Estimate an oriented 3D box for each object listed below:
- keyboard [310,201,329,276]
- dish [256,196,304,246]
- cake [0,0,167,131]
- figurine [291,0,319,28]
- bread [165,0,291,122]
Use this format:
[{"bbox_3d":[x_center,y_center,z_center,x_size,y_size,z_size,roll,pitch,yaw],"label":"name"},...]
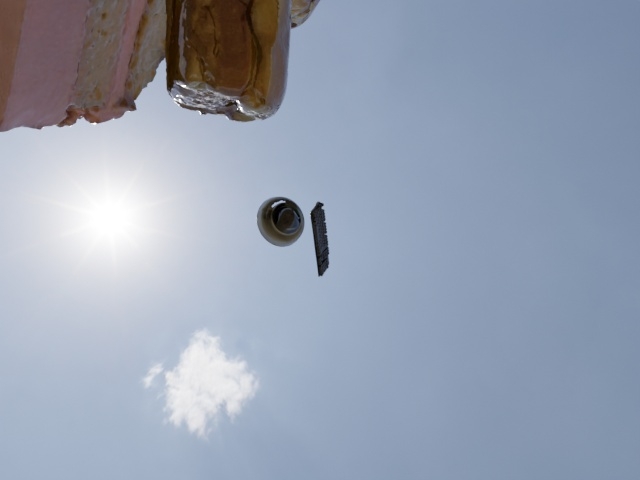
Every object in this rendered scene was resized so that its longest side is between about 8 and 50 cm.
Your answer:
[{"bbox_3d":[0.001,0.000,1.457,0.023,0.231,0.072,7,-144,21],"label":"keyboard"},{"bbox_3d":[-0.091,-0.059,1.317,0.141,0.078,0.141,8,-106,-29],"label":"dish"},{"bbox_3d":[-0.433,-0.342,0.733,0.314,0.307,0.293,30,-66,4],"label":"cake"},{"bbox_3d":[-0.054,-0.614,1.119,0.200,0.276,0.133,4,-136,-25],"label":"figurine"},{"bbox_3d":[-0.108,-0.324,0.608,0.149,0.195,0.343,-1,-85,-23],"label":"bread"}]
